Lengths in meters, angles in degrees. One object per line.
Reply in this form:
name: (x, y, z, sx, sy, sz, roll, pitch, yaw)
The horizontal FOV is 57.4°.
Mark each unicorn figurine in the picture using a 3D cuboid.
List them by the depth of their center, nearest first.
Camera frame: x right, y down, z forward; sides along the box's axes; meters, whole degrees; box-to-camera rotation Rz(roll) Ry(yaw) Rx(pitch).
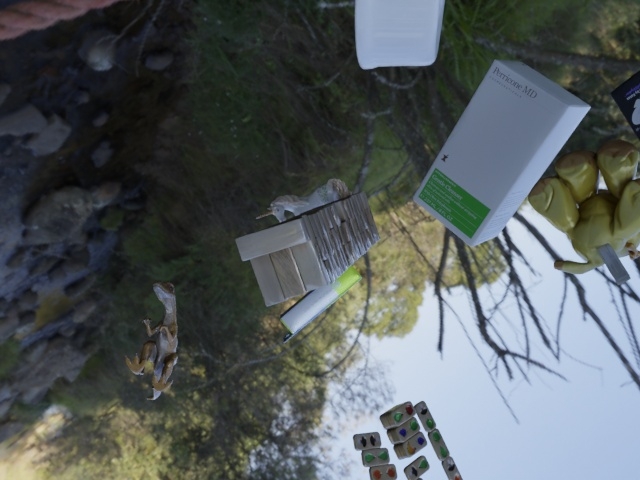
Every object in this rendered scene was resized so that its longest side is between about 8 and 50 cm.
unicorn figurine: (-0.015, -0.055, 1.041, 0.162, 0.111, 0.060, -38, -166, 10)

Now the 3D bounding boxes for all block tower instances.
block tower: (0.000, 0.000, 0.837, 0.091, 0.097, 0.335, -18, -177, 20)

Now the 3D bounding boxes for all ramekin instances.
ramekin: (0.151, -0.442, 1.037, 0.277, 0.135, 0.277, 8, 90, -79)

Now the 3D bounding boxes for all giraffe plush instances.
giraffe plush: (0.447, -0.033, 0.904, 0.181, 0.210, 0.170, -17, 166, 37)

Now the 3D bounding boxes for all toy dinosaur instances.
toy dinosaur: (-0.212, 0.161, 0.783, 0.112, 0.064, 0.211, -73, 177, -72)

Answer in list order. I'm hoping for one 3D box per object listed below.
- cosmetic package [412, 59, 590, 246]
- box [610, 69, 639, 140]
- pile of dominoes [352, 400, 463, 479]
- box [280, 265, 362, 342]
cosmetic package: (0.394, -0.192, 1.307, 0.155, 0.197, 0.365, -16, 140, -48)
box: (0.508, -0.176, 0.699, 0.247, 0.142, 0.163, -15, 163, -33)
pile of dominoes: (0.185, 0.429, 1.073, 0.196, 0.251, 0.040, -18, 167, -39)
box: (-0.009, 0.112, 1.065, 0.178, 0.042, 0.109, -39, 178, -6)
